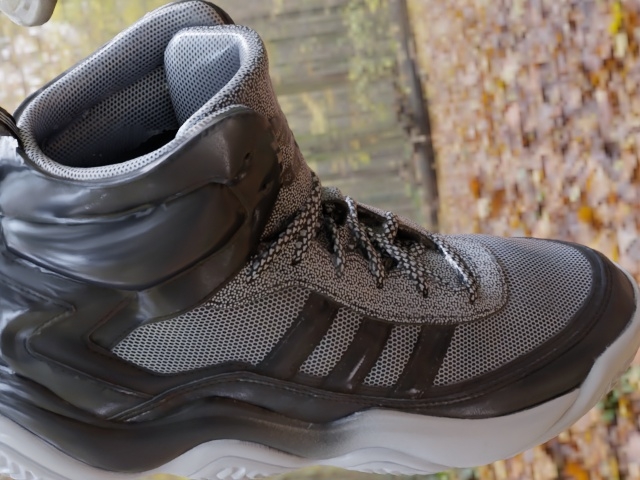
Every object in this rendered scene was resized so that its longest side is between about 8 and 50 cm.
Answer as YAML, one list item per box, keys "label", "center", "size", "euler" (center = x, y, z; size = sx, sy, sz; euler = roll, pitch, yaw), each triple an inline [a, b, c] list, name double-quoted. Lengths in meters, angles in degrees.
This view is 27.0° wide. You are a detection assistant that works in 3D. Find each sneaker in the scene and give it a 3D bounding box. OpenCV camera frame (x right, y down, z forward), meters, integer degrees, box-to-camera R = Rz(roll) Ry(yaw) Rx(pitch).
- label: "sneaker"
  center: [0.000, 0.000, 0.464]
  size: [0.101, 0.268, 0.153]
  euler: [-113, 23, -51]

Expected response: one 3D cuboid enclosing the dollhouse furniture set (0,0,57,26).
- label: "dollhouse furniture set"
  center: [-0.183, -0.097, 0.347]
  size: [0.161, 0.182, 0.101]
  euler: [18, 117, 57]
